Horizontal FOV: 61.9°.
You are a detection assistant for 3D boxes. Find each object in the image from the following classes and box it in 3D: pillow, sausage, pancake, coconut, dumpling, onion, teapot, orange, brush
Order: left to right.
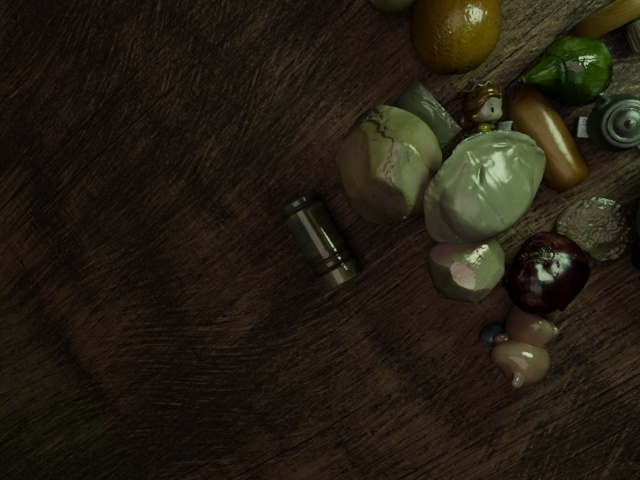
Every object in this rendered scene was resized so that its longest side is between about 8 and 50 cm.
[{"bbox_3d":[0.215,-0.242,1.645,0.352,0.352,0.353,3,101,16],"label":"coconut"},{"bbox_3d":[0.333,-0.390,1.695,0.230,0.050,0.148,49,136,4],"label":"pillow"},{"bbox_3d":[0.388,-0.617,1.541,0.273,0.274,0.275,3,101,16],"label":"orange"},{"bbox_3d":[0.442,0.083,1.671,0.230,0.227,0.227,-41,86,-11],"label":"coconut"},{"bbox_3d":[0.468,-0.161,1.514,0.394,0.233,0.316,-26,130,1],"label":"dumpling"},{"bbox_3d":[0.669,-0.315,1.600,0.134,0.116,0.354,-33,86,31],"label":"sausage"},{"bbox_3d":[0.670,0.108,1.593,0.221,0.280,0.281,13,105,39],"label":"onion"},{"bbox_3d":[0.848,-0.027,1.641,0.235,0.029,0.212,31,107,9],"label":"pancake"},{"bbox_3d":[0.830,-0.310,1.441,0.162,0.149,0.239,-41,88,19],"label":"teapot"},{"bbox_3d":[0.857,-0.597,1.467,0.266,0.174,0.166,-24,101,33],"label":"brush"}]

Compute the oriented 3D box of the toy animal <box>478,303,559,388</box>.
[{"bbox_3d":[0.647,0.327,1.684,0.221,0.210,0.230,-43,60,21],"label":"toy animal"}]

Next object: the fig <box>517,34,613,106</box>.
[{"bbox_3d":[0.672,-0.461,1.490,0.235,0.203,0.203,-20,95,-19],"label":"fig"}]

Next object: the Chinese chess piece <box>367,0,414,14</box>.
[{"bbox_3d":[0.239,-0.796,1.561,0.102,0.273,0.273,28,112,-30],"label":"Chinese chess piece"}]

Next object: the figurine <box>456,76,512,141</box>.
[{"bbox_3d":[0.497,-0.364,1.623,0.189,0.142,0.264,2,107,50],"label":"figurine"}]

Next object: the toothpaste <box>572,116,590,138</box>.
[{"bbox_3d":[0.916,-0.321,1.536,0.336,0.081,0.067,6,102,16],"label":"toothpaste"}]

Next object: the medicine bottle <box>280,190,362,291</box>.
[{"bbox_3d":[0.000,0.000,1.837,0.151,0.151,0.323,-30,91,20],"label":"medicine bottle"}]

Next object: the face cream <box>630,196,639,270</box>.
[{"bbox_3d":[1.002,-0.079,1.454,0.219,0.312,0.357,35,132,51],"label":"face cream"}]
